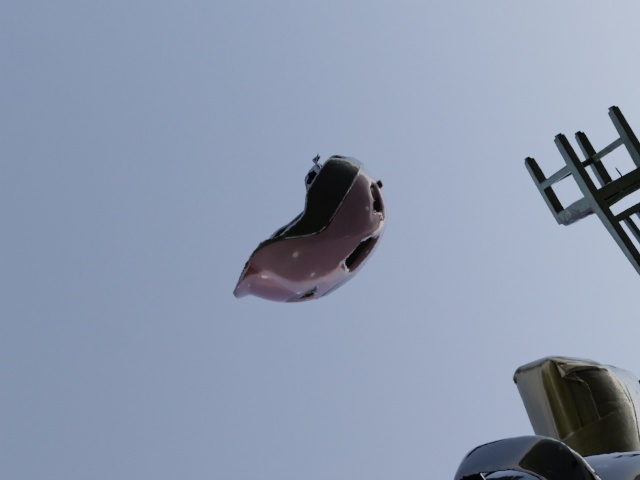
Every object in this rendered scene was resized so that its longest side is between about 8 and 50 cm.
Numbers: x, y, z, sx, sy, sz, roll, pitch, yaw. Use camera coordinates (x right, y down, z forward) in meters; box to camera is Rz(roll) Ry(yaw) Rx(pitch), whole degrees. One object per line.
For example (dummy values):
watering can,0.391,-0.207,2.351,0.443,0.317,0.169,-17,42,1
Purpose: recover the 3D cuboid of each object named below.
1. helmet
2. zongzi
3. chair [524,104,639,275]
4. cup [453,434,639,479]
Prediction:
helmet,0.000,0.000,1.245,0.154,0.198,0.253,27,-82,0
zongzi,0.353,0.254,1.045,0.256,0.115,0.228,15,-125,-47
chair,0.482,-0.066,1.453,0.136,0.147,0.270,-28,-97,-17
cup,0.159,0.201,0.552,0.223,0.176,0.169,52,-127,-20
